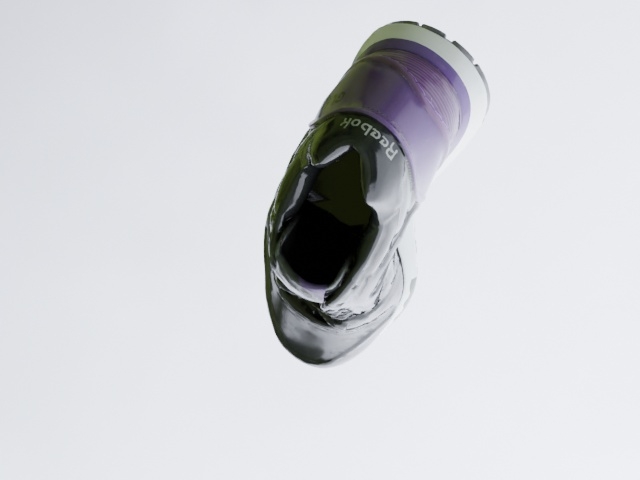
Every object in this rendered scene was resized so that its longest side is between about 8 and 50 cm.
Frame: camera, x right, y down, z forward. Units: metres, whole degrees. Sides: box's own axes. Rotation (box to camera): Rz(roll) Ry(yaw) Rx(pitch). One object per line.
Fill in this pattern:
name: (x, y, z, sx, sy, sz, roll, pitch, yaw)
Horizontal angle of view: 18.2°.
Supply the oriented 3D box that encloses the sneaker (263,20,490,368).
sneaker: (0.000, 0.000, 1.188, 0.124, 0.107, 0.283, -51, 167, -39)
